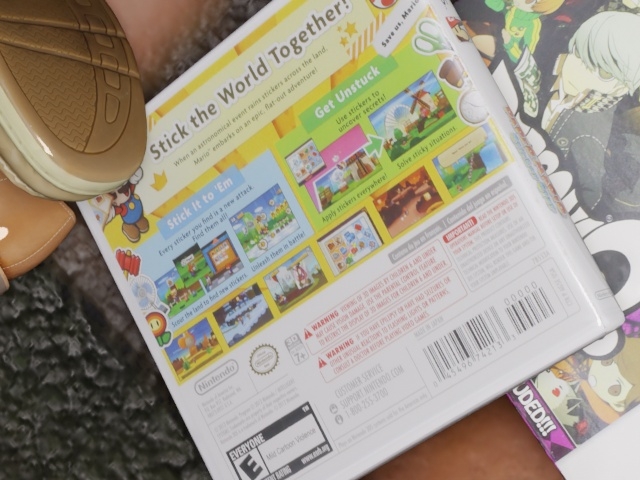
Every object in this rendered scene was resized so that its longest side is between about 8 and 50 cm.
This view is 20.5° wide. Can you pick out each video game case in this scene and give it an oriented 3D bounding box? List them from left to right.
[{"bbox_3d":[0.000,0.000,0.814,0.227,0.026,0.206,-35,77,33],"label":"video game case"},{"bbox_3d":[0.143,-0.027,0.788,0.210,0.042,0.232,-37,76,15],"label":"video game case"}]

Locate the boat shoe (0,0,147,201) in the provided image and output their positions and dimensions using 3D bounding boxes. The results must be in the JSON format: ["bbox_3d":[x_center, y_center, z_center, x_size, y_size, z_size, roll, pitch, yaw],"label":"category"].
[{"bbox_3d":[-0.179,-0.116,0.875,0.089,0.104,0.285,-48,57,26],"label":"boat shoe"}]

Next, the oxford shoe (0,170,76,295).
[{"bbox_3d":[-0.202,-0.063,0.908,0.076,0.076,0.212,-36,72,-16],"label":"oxford shoe"}]
